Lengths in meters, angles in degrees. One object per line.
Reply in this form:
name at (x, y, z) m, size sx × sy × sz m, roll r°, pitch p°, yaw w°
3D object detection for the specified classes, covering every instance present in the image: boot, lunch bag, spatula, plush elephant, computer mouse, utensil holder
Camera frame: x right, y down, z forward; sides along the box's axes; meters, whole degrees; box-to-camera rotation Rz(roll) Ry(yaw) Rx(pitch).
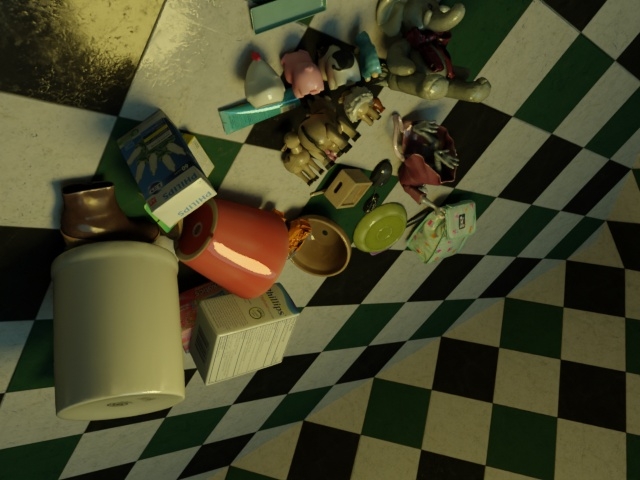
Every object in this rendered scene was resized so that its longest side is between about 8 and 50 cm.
boot at (-0.524, -0.061, 1.399) m, size 0.249 × 0.090 × 0.206 m, roll -8°, pitch 141°, yaw -30°
lunch bag at (0.519, -0.050, 2.281) m, size 0.223 × 0.160 × 0.262 m, roll -14°, pitch 142°, yaw -40°
spatula at (0.322, -0.035, 2.245) m, size 0.296 × 0.030 × 0.084 m, roll -37°, pitch 143°, yaw 3°
plush elephant at (0.275, -0.508, 1.418) m, size 0.272 × 0.330 × 0.255 m, roll -8°, pitch 115°, yaw -38°
computer mouse at (0.202, -0.179, 1.945) m, size 0.071 × 0.041 × 0.242 m, roll -17°, pitch 144°, yaw -27°
utensil holder at (-0.524, 0.242, 1.434) m, size 0.328 × 0.385 × 0.327 m, roll -9°, pitch 156°, yaw -4°

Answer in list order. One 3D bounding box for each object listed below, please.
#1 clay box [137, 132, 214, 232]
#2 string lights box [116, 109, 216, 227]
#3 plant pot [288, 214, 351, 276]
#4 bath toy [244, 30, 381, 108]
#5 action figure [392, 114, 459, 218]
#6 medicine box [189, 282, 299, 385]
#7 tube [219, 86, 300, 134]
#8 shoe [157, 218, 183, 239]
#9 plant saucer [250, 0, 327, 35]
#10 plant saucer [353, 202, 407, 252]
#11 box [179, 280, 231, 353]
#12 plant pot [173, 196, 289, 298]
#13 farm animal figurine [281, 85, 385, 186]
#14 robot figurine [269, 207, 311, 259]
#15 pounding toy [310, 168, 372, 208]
clay box at (-0.363, -0.143, 1.375) m, size 0.222 × 0.053 × 0.127 m, roll -60°, pitch 152°, yaw -21°
string lights box at (-0.354, -0.168, 1.259) m, size 0.133 × 0.259 × 0.076 m, roll -36°, pitch 147°, yaw 0°
plant pot at (0.000, 0.000, 1.885) m, size 0.237 × 0.237 × 0.109 m, roll -66°, pitch 177°, yaw 38°
bath toy at (-0.029, -0.422, 1.355) m, size 0.348 × 0.151 × 0.129 m, roll -19°, pitch 101°, yaw -18°
action figure at (0.325, -0.229, 1.857) m, size 0.276 × 0.248 × 0.370 m, roll 9°, pitch 163°, yaw -6°
medicine box at (-0.247, 0.298, 1.775) m, size 0.289 × 0.149 × 0.263 m, roll -11°, pitch 139°, yaw -33°
tube at (-0.155, -0.336, 1.423) m, size 0.207 × 0.052 × 0.080 m, roll -23°, pitch 141°, yaw -9°
shoe at (-0.398, -0.095, 1.476) m, size 0.058 × 0.077 × 0.219 m, roll -56°, pitch 157°, yaw -46°
plant saucer at (-0.073, -0.534, 1.268) m, size 0.192 × 0.018 × 0.067 m, roll -25°, pitch 146°, yaw -14°
plant saucer at (0.241, -0.037, 2.136) m, size 0.241 × 0.037 × 0.241 m, roll -19°, pitch 138°, yaw -18°
box at (-0.354, 0.235, 1.873) m, size 0.300 × 0.154 × 0.142 m, roll -22°, pitch 145°, yaw -18°
plant pot at (-0.265, 0.006, 1.582) m, size 0.275 × 0.275 × 0.243 m, roll -46°, pitch 136°, yaw 17°
farm animal figurine at (0.003, -0.297, 1.488) m, size 0.330 × 0.172 × 0.327 m, roll -45°, pitch -173°, yaw 15°
robot figurine at (-0.170, 0.025, 1.797) m, size 0.211 × 0.085 × 0.291 m, roll 18°, pitch 128°, yaw -35°
pounding toy at (0.068, -0.169, 1.807) m, size 0.130 × 0.100 × 0.141 m, roll -11°, pitch 145°, yaw -55°
